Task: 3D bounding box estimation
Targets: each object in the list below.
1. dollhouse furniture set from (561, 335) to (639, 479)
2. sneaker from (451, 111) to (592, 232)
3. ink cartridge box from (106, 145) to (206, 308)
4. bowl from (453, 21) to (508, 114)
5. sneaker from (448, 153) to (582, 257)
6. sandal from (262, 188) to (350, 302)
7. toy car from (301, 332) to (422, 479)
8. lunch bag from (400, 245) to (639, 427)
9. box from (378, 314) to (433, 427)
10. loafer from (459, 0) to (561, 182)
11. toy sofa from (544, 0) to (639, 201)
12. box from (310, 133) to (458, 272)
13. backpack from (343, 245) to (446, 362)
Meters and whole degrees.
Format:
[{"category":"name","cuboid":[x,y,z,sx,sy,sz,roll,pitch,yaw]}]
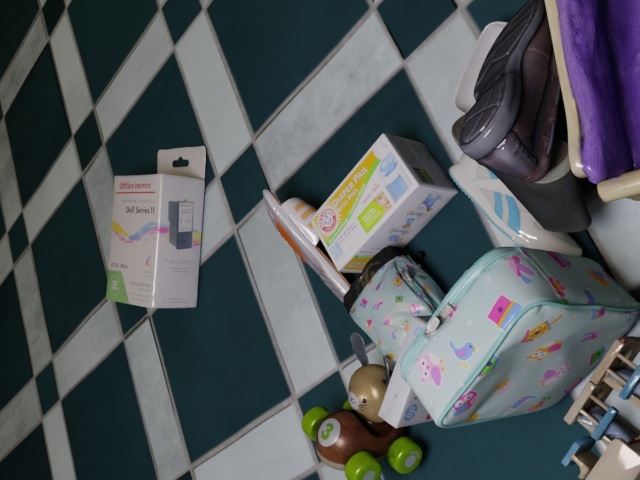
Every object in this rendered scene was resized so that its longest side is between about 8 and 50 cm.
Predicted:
[{"category":"dollhouse furniture set","cuboid":[0.342,0.197,0.817,0.129,0.183,0.129,41,115,39]},{"category":"sneaker","cuboid":[0.249,-0.089,0.926,0.083,0.118,0.222,-35,34,-1]},{"category":"ink cartridge box","cuboid":[-0.362,-0.036,1.594,0.207,0.119,0.354,2,88,46]},{"category":"bowl","cuboid":[0.271,-0.224,1.018,0.142,0.053,0.142,36,110,42]},{"category":"sneaker","cuboid":[0.273,-0.057,0.982,0.092,0.087,0.229,-51,57,20]},{"category":"sandal","cuboid":[0.000,0.004,1.255,0.076,0.102,0.265,-38,76,-12]},{"category":"toy car","cuboid":[0.066,0.241,1.092,0.155,0.148,0.189,34,127,52]},{"category":"lunch bag","cuboid":[0.233,0.120,0.867,0.224,0.279,0.108,-57,47,28]},{"category":"box","cuboid":[0.171,0.173,0.991,0.038,0.186,0.145,29,106,43]},{"category":"loafer","cuboid":[0.246,-0.182,0.876,0.109,0.095,0.303,-43,15,49]},{"category":"toy sofa","cuboid":[0.370,-0.235,0.835,0.150,0.177,0.363,-16,75,42]},{"category":"box","cuboid":[0.095,-0.053,1.146,0.203,0.103,0.114,-49,55,30]},{"category":"backpack","cuboid":[0.125,0.112,1.095,0.182,0.115,0.152,48,117,33]}]
